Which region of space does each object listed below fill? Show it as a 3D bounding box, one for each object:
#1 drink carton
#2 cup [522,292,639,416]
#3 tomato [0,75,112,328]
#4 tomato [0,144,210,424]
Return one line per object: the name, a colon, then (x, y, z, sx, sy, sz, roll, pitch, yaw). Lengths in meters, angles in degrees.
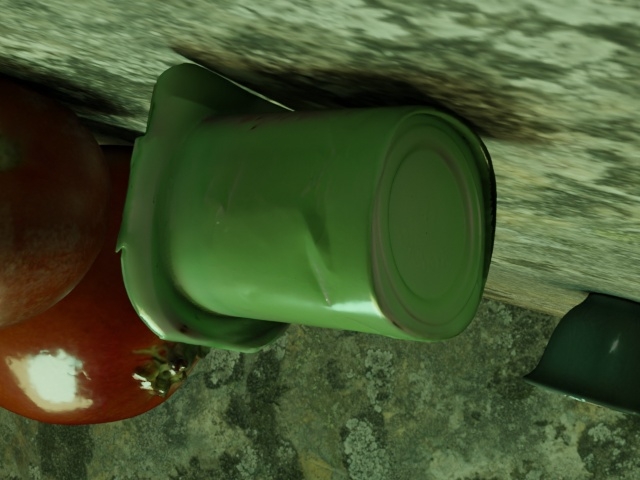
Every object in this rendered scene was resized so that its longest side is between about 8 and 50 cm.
drink carton: (0.002, -0.008, 0.483, 0.142, 0.144, 0.146, 5, 172, 38)
cup: (0.401, 0.155, 1.344, 0.199, 0.150, 0.199, 15, 177, 1)
tomato: (-0.276, -0.028, 0.765, 0.208, 0.208, 0.184, 16, 146, -23)
tomato: (-0.256, 0.040, 1.013, 0.321, 0.322, 0.321, 15, 177, 1)
